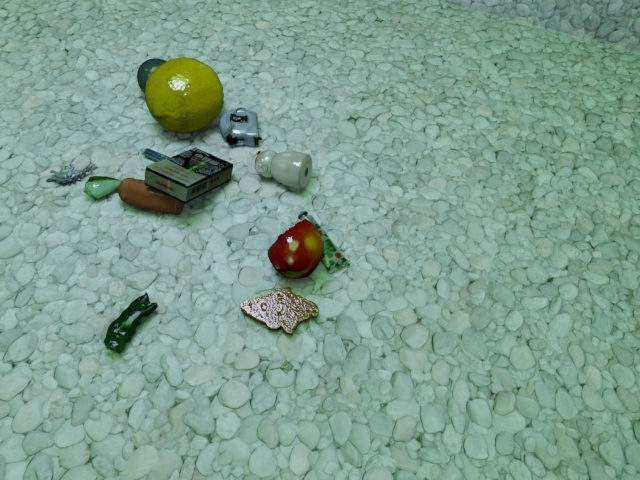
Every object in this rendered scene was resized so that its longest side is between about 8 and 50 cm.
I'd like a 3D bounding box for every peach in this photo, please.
[{"bbox_3d":[-0.091,0.023,1.714,0.196,0.190,0.226,-6,59,20],"label":"peach"}]

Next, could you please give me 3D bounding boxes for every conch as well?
[{"bbox_3d":[-0.871,-0.227,1.891,0.170,0.079,0.105,-20,65,-34],"label":"conch"}]

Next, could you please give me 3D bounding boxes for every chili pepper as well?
[{"bbox_3d":[-0.642,0.269,1.584,0.098,0.061,0.224,19,59,16],"label":"chili pepper"}]

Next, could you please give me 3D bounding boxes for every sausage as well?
[{"bbox_3d":[-0.672,-0.176,1.847,0.259,0.113,0.113,12,57,3],"label":"sausage"}]

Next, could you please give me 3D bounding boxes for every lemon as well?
[{"bbox_3d":[-0.590,-0.631,2.041,0.336,0.336,0.336,2,57,-3],"label":"lemon"}]

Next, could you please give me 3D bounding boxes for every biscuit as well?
[{"bbox_3d":[-0.144,0.246,1.650,0.280,0.043,0.183,1,53,2],"label":"biscuit"}]

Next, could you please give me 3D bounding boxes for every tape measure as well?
[{"bbox_3d":[-0.362,-0.509,2.094,0.178,0.105,0.196,-9,59,-10],"label":"tape measure"}]

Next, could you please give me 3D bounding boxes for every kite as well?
[{"bbox_3d":[-0.126,0.427,1.554,0.078,0.002,0.044,-23,61,-19],"label":"kite"}]

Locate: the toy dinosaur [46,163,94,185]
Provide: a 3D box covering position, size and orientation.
[{"bbox_3d":[-1.020,-0.269,1.919,0.209,0.039,0.082,-20,63,-4],"label":"toy dinosaur"}]

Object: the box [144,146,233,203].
[{"bbox_3d":[-0.513,-0.263,1.856,0.198,0.084,0.310,24,32,13],"label":"box"}]

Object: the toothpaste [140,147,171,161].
[{"bbox_3d":[-0.686,-0.353,2.007,0.197,0.035,0.057,24,64,8],"label":"toothpaste"}]

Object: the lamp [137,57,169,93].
[{"bbox_3d":[-0.729,-0.768,2.230,0.182,0.182,0.314,27,27,13],"label":"lamp"}]

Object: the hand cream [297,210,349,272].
[{"bbox_3d":[0.000,0.000,1.817,0.095,0.059,0.276,-28,67,-18],"label":"hand cream"}]

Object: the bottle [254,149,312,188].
[{"bbox_3d":[-0.165,-0.309,1.959,0.237,0.147,0.147,15,56,14],"label":"bottle"}]
